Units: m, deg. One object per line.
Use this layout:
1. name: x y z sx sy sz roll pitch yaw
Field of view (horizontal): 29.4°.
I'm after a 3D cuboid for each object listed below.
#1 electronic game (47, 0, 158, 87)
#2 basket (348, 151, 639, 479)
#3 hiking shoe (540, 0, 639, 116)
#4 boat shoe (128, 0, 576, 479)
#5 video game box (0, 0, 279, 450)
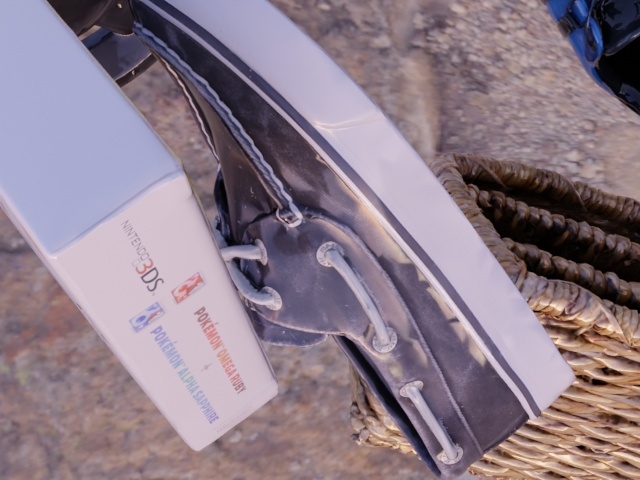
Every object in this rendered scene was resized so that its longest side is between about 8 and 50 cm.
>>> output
1. electronic game: -0.147 -0.139 0.637 0.229 0.229 0.048 -41 64 19
2. basket: 0.195 0.037 0.805 0.299 0.214 0.223 18 144 -14
3. hiking shoe: 0.176 -0.186 0.761 0.113 0.304 0.132 -37 41 18
4. boat shoe: 0.000 0.000 0.543 0.102 0.301 0.108 -43 33 -3
5. video game box: -0.100 -0.039 0.414 0.048 0.187 0.205 -36 66 -12
